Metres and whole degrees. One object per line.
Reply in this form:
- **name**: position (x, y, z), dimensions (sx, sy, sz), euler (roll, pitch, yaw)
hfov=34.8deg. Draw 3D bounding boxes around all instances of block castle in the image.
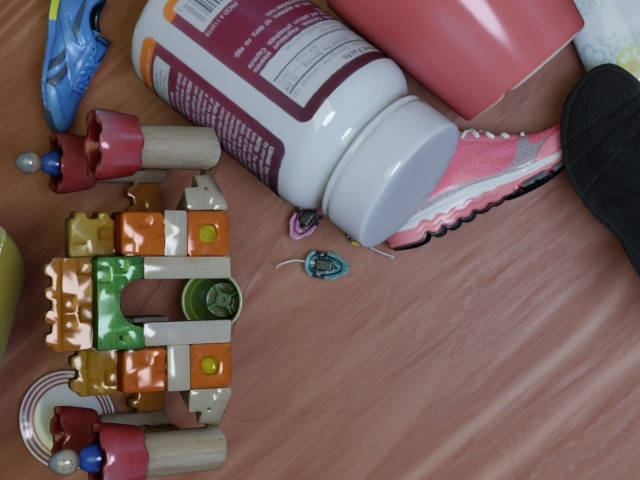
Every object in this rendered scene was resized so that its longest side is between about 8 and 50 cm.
- **block castle**: position (-0.265, 0.076, 1.291), dimensions (0.213, 0.303, 0.453), euler (0, 88, -26)

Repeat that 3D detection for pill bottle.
- **pill bottle**: position (-0.032, -0.182, 1.300), dimensions (0.392, 0.224, 0.224), euler (40, 93, 18)

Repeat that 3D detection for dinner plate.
- **dinner plate**: position (-0.360, 0.256, 1.460), dimensions (0.141, 0.017, 0.141), euler (0, 88, 7)

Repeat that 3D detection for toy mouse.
- **toy mouse**: position (0.000, 0.000, 1.421), dimensions (0.143, 0.031, 0.161), euler (-35, 85, 4)

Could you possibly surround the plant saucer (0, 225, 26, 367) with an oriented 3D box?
- **plant saucer**: position (-0.520, 0.119, 1.390), dimensions (0.333, 0.081, 0.333), euler (16, 90, 44)

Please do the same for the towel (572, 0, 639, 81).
- **towel**: position (0.500, -0.367, 1.353), dimensions (0.374, 0.090, 0.320), euler (-21, 83, 5)

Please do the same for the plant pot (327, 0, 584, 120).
- **plant pot**: position (0.187, -0.306, 1.311), dimensions (0.275, 0.275, 0.243), euler (-40, 94, 4)

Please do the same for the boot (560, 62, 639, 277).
- **boot**: position (0.467, -0.036, 1.268), dimensions (0.138, 0.284, 0.377), euler (-46, 48, 29)

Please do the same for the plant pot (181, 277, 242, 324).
- **plant pot**: position (-0.142, 0.082, 1.410), dimensions (0.083, 0.079, 0.083), euler (0, 88, 6)

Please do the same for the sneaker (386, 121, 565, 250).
- **sneaker**: position (0.208, -0.107, 1.360), dimensions (0.314, 0.116, 0.136), euler (-27, 84, 5)

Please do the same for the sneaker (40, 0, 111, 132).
- **sneaker**: position (-0.345, -0.254, 1.450), dimensions (0.082, 0.069, 0.209), euler (6, 89, 3)
